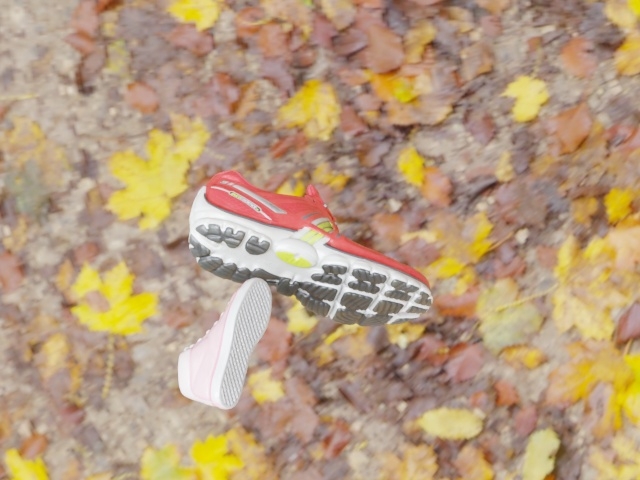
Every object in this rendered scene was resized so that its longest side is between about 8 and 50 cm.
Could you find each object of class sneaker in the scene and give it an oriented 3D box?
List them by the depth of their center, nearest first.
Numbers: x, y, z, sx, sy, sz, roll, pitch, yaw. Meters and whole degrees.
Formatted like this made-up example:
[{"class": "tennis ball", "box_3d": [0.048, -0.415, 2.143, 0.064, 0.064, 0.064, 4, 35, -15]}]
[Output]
[{"class": "sneaker", "box_3d": [-0.098, 0.096, 1.271, 0.070, 0.051, 0.134, 1, 64, 38]}, {"class": "sneaker", "box_3d": [0.000, 0.000, 1.382, 0.279, 0.118, 0.107, 23, 140, -17]}]
